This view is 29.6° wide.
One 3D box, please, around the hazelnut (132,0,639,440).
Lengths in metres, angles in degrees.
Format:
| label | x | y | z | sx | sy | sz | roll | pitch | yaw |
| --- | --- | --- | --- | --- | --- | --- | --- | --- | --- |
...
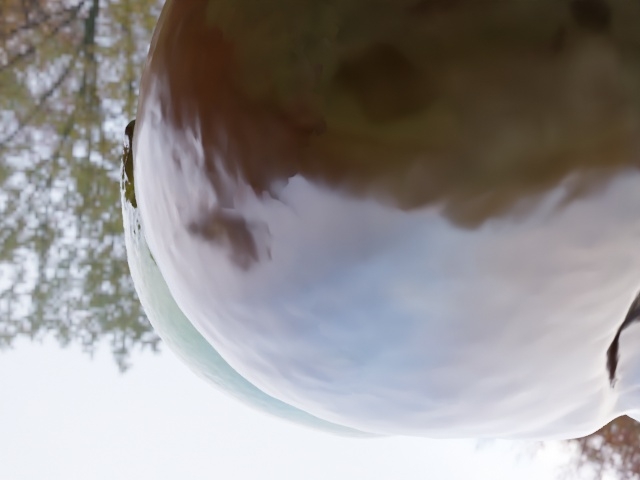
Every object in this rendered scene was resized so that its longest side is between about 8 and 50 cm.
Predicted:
| label | x | y | z | sx | sy | sz | roll | pitch | yaw |
| --- | --- | --- | --- | --- | --- | --- | --- | --- | --- |
| hazelnut | 0.091 | -0.057 | 0.560 | 0.372 | 0.315 | 0.372 | -13 | -178 | 1 |

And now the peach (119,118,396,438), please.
| label | x | y | z | sx | sy | sz | roll | pitch | yaw |
| --- | --- | --- | --- | --- | --- | --- | --- | --- | --- |
| peach | 0.008 | 0.003 | 0.941 | 0.315 | 0.281 | 0.314 | 34 | 165 | -38 |
